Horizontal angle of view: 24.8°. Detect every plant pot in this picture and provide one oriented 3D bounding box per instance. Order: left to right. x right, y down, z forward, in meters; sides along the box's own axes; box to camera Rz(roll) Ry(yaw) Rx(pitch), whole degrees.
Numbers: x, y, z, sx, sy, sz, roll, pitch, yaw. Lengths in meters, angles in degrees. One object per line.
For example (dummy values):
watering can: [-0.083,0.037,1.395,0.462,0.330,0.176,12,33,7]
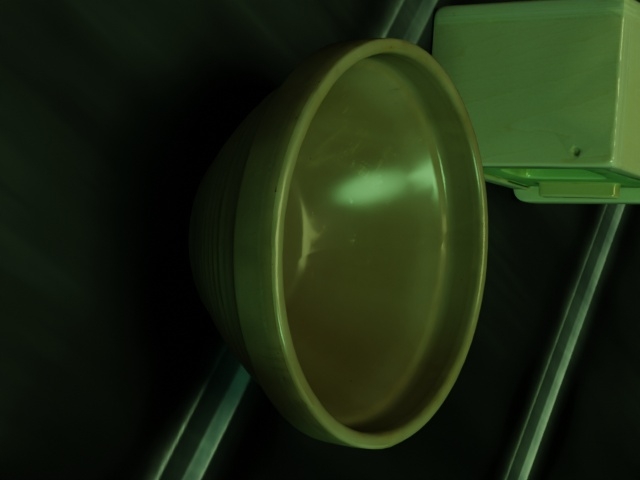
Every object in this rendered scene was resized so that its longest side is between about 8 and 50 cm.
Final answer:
plant pot: [0.000,0.000,0.865,0.237,0.109,0.237,-5,96,-55]

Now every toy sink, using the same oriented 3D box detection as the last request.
toy sink: [0.205,-0.098,1.129,0.234,0.152,0.131,9,85,-57]
